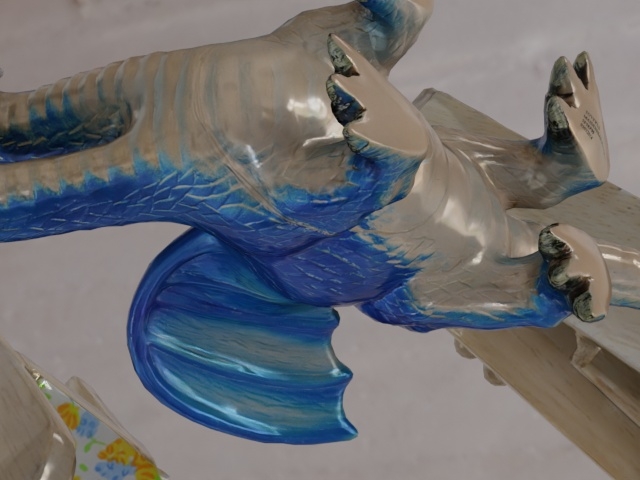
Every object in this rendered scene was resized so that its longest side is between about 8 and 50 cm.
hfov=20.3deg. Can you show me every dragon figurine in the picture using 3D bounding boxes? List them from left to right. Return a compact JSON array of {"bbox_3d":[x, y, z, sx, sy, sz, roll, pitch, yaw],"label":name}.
[{"bbox_3d":[0.000,0.000,0.480,0.144,0.289,0.085,-26,50,37],"label":"dragon figurine"}]

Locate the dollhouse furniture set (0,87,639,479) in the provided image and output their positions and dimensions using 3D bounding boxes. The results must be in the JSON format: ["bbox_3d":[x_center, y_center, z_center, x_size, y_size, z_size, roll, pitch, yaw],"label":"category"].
[{"bbox_3d":[0.020,0.169,0.673,0.394,0.362,0.256,-49,31,-2],"label":"dollhouse furniture set"}]
